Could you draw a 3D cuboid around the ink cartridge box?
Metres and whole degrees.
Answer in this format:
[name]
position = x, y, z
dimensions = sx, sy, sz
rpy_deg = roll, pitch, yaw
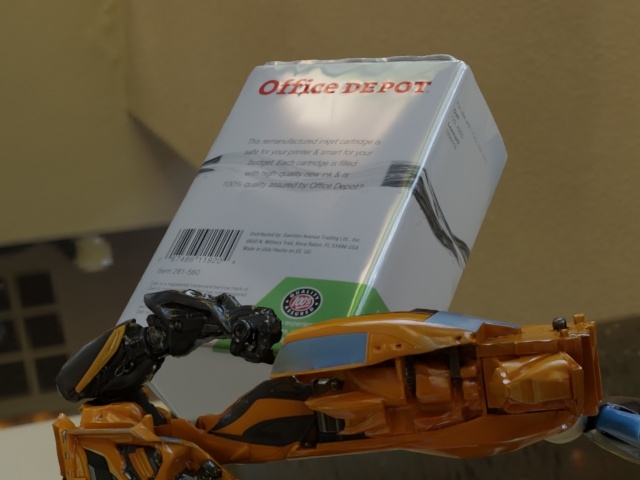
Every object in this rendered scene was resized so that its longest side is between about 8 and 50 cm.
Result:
[ink cartridge box]
position = 0.000, 0.000, 0.907
dimensions = 0.160, 0.219, 0.092
rpy_deg = 3, -37, 33

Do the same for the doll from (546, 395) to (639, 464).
[doll]
position = 0.218, 0.117, 0.905
dimensions = 0.129, 0.189, 0.046
rpy_deg = 41, 57, -77

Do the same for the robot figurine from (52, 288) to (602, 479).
[robot figurine]
position = -0.005, 0.123, 0.741
dimensions = 0.085, 0.291, 0.211
rpy_deg = -27, 109, -74
